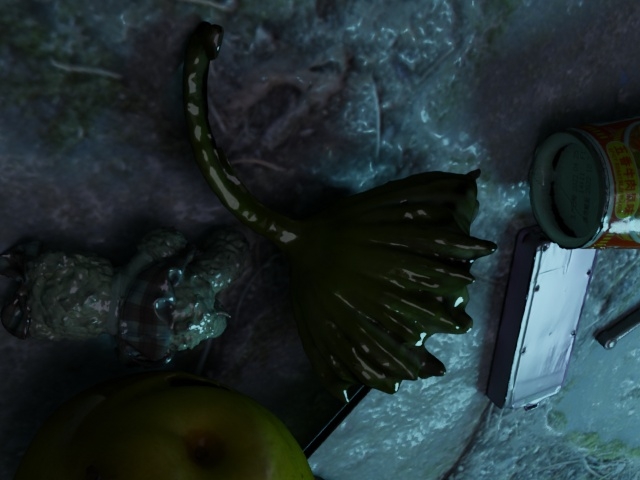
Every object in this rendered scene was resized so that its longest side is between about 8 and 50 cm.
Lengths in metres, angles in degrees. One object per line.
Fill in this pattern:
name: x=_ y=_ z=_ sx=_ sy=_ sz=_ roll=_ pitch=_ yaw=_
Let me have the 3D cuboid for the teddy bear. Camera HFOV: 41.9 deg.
teddy bear: x=-0.150 y=0.055 z=0.692 sx=0.213 sy=0.111 sz=0.133 roll=0 pitch=113 yaw=-35

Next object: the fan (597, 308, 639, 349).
fan: x=0.506 y=0.078 z=1.193 sx=0.282 sy=0.023 sz=0.057 roll=-32 pitch=139 yaw=-13

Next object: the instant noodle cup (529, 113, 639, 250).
instant noodle cup: x=0.354 y=-0.062 z=0.913 sx=0.212 sy=0.193 sz=0.193 roll=-6 pitch=121 yaw=-21

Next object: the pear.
pear: x=-0.144 y=0.271 z=0.719 sx=0.285 sy=0.285 sz=0.336 roll=15 pitch=111 yaw=-38

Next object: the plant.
plant: x=-0.015 y=-0.007 z=0.761 sx=0.333 sy=0.180 sz=0.251 roll=26 pitch=89 yaw=-14

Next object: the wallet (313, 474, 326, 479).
wallet: x=-0.002 y=0.372 z=1.030 sx=0.309 sy=0.042 sz=0.165 roll=35 pitch=94 yaw=-42

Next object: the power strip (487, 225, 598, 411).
power strip: x=0.277 y=0.096 z=1.043 sx=0.109 sy=0.037 sz=0.279 roll=-13 pitch=124 yaw=-26

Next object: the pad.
pad: x=0.043 y=0.163 z=0.887 sx=0.235 sy=0.003 sz=0.158 roll=-48 pitch=174 yaw=2
